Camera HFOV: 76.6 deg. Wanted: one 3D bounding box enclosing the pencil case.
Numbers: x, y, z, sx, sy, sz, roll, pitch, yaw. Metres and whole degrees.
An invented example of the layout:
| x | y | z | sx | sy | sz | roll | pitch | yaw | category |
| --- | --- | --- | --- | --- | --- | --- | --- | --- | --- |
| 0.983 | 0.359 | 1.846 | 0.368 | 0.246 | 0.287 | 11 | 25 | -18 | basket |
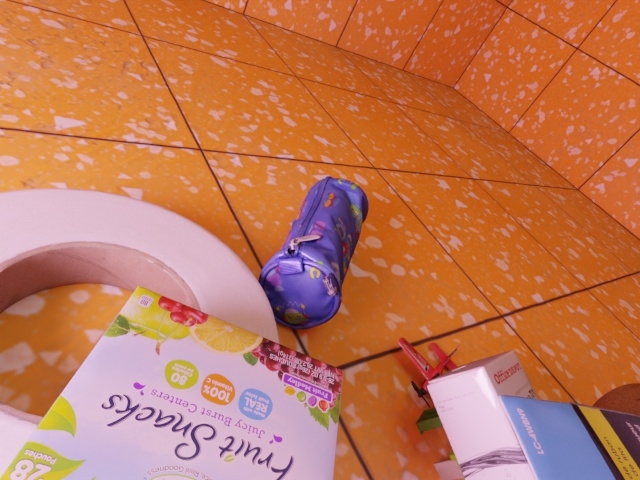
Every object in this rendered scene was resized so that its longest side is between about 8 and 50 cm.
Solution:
| x | y | z | sx | sy | sz | roll | pitch | yaw | category |
| --- | --- | --- | --- | --- | --- | --- | --- | --- | --- |
| 0.000 | 0.000 | 0.649 | 0.119 | 0.133 | 0.306 | 1 | 31 | 15 | pencil case |

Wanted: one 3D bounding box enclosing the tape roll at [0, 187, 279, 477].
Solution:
| x | y | z | sx | sy | sz | roll | pitch | yaw | category |
| --- | --- | --- | --- | --- | --- | --- | --- | --- | --- |
| -0.228 | 0.098 | 0.407 | 0.391 | 0.072 | 0.392 | 21 | 36 | -16 | tape roll |

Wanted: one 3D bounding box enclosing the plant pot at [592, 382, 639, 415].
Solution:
| x | y | z | sx | sy | sz | roll | pitch | yaw | category |
| --- | --- | --- | --- | --- | --- | --- | --- | --- | --- |
| 0.522 | 0.340 | 0.572 | 0.237 | 0.237 | 0.254 | 20 | 22 | -16 | plant pot |

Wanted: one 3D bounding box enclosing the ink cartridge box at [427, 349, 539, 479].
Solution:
| x | y | z | sx | sy | sz | roll | pitch | yaw | category |
| --- | --- | --- | --- | --- | --- | --- | --- | --- | --- |
| 0.223 | 0.242 | 0.484 | 0.139 | 0.082 | 0.191 | 5 | 60 | -51 | ink cartridge box |

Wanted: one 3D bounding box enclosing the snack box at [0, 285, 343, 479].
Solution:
| x | y | z | sx | sy | sz | roll | pitch | yaw | category |
| --- | --- | --- | --- | --- | --- | --- | --- | --- | --- |
| -0.092 | 0.152 | 0.320 | 0.207 | 0.070 | 0.175 | 25 | 35 | -8 | snack box |

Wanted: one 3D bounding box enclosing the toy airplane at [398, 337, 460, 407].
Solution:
| x | y | z | sx | sy | sz | roll | pitch | yaw | category |
| --- | --- | --- | --- | --- | --- | --- | --- | --- | --- |
| 0.181 | 0.200 | 0.627 | 0.151 | 0.028 | 0.151 | 21 | 37 | -17 | toy airplane |

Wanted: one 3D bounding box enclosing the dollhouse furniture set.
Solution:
| x | y | z | sx | sy | sz | roll | pitch | yaw | category |
| --- | --- | --- | --- | --- | --- | --- | --- | --- | --- |
| 0.188 | 0.294 | 0.524 | 0.076 | 0.058 | 0.152 | -17 | 76 | -56 | dollhouse furniture set |

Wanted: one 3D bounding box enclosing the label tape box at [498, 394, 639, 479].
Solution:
| x | y | z | sx | sy | sz | roll | pitch | yaw | category |
| --- | --- | --- | --- | --- | --- | --- | --- | --- | --- |
| 0.296 | 0.278 | 0.309 | 0.347 | 0.115 | 0.249 | 14 | 36 | -15 | label tape box |
